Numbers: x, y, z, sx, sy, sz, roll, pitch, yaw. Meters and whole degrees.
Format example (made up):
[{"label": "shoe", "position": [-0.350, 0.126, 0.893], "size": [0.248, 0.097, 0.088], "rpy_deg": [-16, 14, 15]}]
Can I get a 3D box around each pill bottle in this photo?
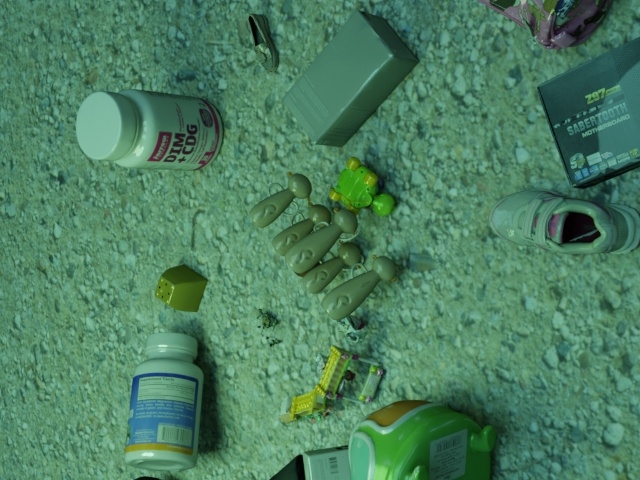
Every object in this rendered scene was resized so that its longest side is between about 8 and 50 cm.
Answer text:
[{"label": "pill bottle", "position": [-0.350, -0.227, 2.008], "size": [0.160, 0.283, 0.160], "rpy_deg": [2, 93, 37]}, {"label": "pill bottle", "position": [-0.326, 0.339, 2.060], "size": [0.152, 0.152, 0.272], "rpy_deg": [-17, 60, 36]}]

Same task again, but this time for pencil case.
[{"label": "pencil case", "position": [0.293, -0.467, 1.608], "size": [0.386, 0.167, 0.160], "rpy_deg": [41, 149, 29]}]

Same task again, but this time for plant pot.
[{"label": "plant pot", "position": [-0.311, 0.106, 2.113], "size": [0.081, 0.083, 0.081], "rpy_deg": [30, 109, 32]}]

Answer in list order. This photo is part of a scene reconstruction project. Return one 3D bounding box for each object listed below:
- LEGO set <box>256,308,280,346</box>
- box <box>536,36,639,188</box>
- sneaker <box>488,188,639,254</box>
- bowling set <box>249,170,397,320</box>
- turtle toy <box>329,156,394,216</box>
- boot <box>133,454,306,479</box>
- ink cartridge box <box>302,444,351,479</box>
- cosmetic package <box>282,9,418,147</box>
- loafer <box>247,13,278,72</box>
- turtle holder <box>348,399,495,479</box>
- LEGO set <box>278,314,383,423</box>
[{"label": "LEGO set", "position": [-0.104, 0.176, 2.006], "size": [0.054, 0.023, 0.083], "rpy_deg": [-2, 103, 39]}, {"label": "box", "position": [0.478, -0.206, 1.536], "size": [0.233, 0.059, 0.183], "rpy_deg": [-23, 77, 34]}, {"label": "sneaker", "position": [0.382, -0.032, 1.580], "size": [0.252, 0.111, 0.103], "rpy_deg": [5, 94, 36]}, {"label": "bowling set", "position": [0.000, 0.000, 1.850], "size": [0.154, 0.200, 0.287], "rpy_deg": [-38, 95, -3]}, {"label": "turtle toy", "position": [0.083, -0.092, 1.827], "size": [0.130, 0.066, 0.095], "rpy_deg": [44, 117, 26]}, {"label": "boot", "position": [-0.179, 0.562, 1.989], "size": [0.445, 0.146, 0.367], "rpy_deg": [-41, 76, 33]}, {"label": "ink cartridge box", "position": [0.064, 0.437, 1.826], "size": [0.060, 0.180, 0.104], "rpy_deg": [158, 105, -77]}, {"label": "cosmetic package", "position": [0.053, -0.299, 1.823], "size": [0.238, 0.107, 0.127], "rpy_deg": [-43, 67, 26]}, {"label": "loafer", "position": [-0.122, -0.403, 1.985], "size": [0.045, 0.039, 0.125], "rpy_deg": [-21, 79, 34]}, {"label": "turtle holder", "position": [0.174, 0.423, 1.703], "size": [0.227, 0.243, 0.320], "rpy_deg": [20, 143, 49]}, {"label": "LEGO set", "position": [0.029, 0.287, 1.883], "size": [0.287, 0.107, 0.132], "rpy_deg": [-59, 25, 27]}]
